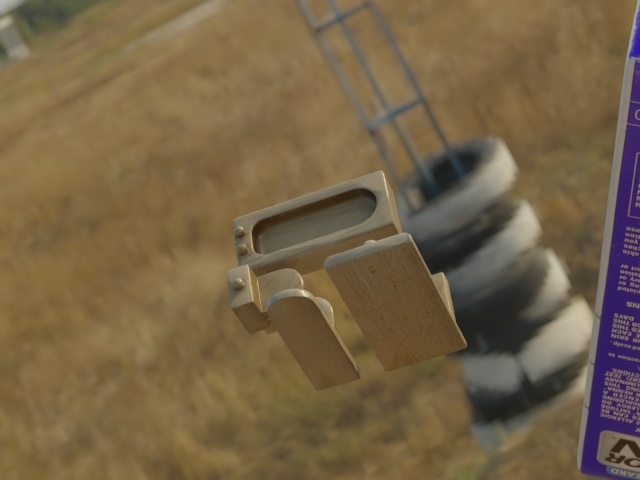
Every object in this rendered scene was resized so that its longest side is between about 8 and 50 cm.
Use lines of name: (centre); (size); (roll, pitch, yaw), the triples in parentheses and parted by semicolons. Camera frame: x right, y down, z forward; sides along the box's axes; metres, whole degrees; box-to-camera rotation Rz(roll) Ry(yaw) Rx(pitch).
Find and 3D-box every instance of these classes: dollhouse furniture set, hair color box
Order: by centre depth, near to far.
hair color box: (0.196, -0.037, 0.938); (0.110, 0.339, 0.185); (11, 57, 9)
dollhouse furniture set: (0.000, 0.000, 1.311); (0.144, 0.123, 0.151); (-18, 50, 11)
